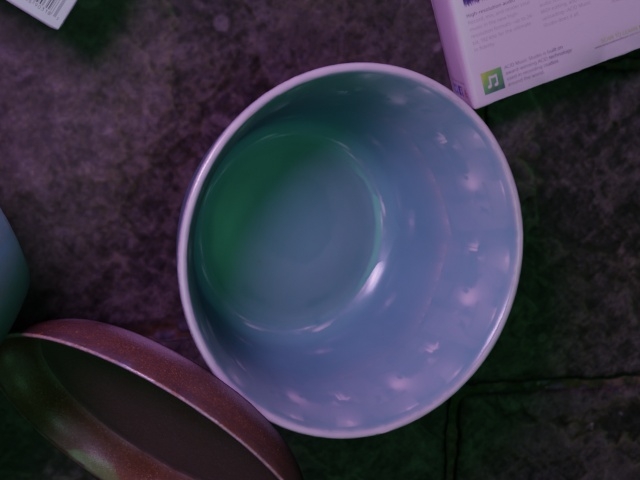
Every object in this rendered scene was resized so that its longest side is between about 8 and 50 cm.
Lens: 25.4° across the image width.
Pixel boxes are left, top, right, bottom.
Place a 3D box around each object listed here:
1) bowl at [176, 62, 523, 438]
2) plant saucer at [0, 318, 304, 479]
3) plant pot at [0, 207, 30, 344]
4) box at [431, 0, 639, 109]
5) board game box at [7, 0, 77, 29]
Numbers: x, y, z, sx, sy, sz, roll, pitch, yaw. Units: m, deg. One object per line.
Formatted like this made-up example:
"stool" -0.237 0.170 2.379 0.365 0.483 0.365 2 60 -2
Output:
"bowl" 0.000 0.000 1.225 0.312 0.163 0.311 -4 100 -25
"plant saucer" -0.136 0.158 1.194 0.310 0.311 0.050 46 60 -24
"plant pot" -0.366 0.022 1.071 0.235 0.293 0.293 -36 115 -21
"box" 0.195 -0.306 1.272 0.232 0.058 0.322 -20 113 -12
"board game box" -0.224 -0.353 1.096 0.224 0.097 0.303 32 96 -25
